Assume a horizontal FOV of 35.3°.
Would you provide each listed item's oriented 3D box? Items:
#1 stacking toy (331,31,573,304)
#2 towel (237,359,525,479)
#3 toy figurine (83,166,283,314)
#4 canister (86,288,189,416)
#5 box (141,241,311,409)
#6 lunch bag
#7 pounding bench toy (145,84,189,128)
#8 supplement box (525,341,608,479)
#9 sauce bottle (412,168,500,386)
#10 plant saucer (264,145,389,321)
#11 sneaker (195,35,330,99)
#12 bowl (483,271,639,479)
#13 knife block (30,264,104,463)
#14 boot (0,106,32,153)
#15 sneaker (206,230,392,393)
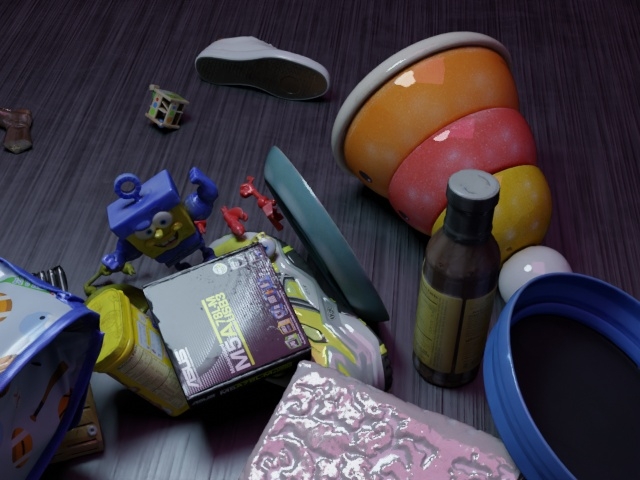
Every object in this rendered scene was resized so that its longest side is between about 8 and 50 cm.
[{"bbox_3d":[0.260,-0.072,1.653,0.351,0.350,0.480,-17,60,-20],"label":"stacking toy"},{"bbox_3d":[0.052,0.336,1.255,0.332,0.053,0.317,21,62,19],"label":"towel"},{"bbox_3d":[-0.263,-0.023,1.495,0.362,0.217,0.191,-30,45,6],"label":"toy figurine"},{"bbox_3d":[-0.250,0.161,1.418,0.073,0.170,0.126,-35,40,14],"label":"canister"},{"bbox_3d":[-0.131,0.114,1.402,0.184,0.045,0.190,-19,62,-14],"label":"box"},{"bbox_3d":[-0.493,0.193,1.264,0.328,0.239,0.385,22,74,21],"label":"lunch bag"},{"bbox_3d":[-0.312,-0.261,1.972,0.083,0.065,0.052,35,18,32],"label":"pounding bench toy"},{"bbox_3d":[0.336,0.234,1.431,0.130,0.073,0.239,11,41,10],"label":"supplement box"},{"bbox_3d":[0.198,0.056,1.425,0.111,0.344,0.111,3,40,-2],"label":"sauce bottle"},{"bbox_3d":[0.000,0.000,1.530,0.044,0.317,0.317,-34,48,-3],"label":"plant saucer"},{"bbox_3d":[-0.106,-0.375,2.080,0.290,0.106,0.123,14,45,15],"label":"sneaker"},{"bbox_3d":[0.380,0.223,1.324,0.391,0.077,0.391,21,44,-22],"label":"bowl"},{"bbox_3d":[-0.392,0.173,1.482,0.088,0.242,0.275,-12,88,-14],"label":"knife block"},{"bbox_3d":[-0.606,-0.208,1.931,0.106,0.037,0.114,-7,47,-6],"label":"boot"},{"bbox_3d":[-0.066,0.117,1.499,0.147,0.145,0.385,-28,48,-30],"label":"sneaker"}]
